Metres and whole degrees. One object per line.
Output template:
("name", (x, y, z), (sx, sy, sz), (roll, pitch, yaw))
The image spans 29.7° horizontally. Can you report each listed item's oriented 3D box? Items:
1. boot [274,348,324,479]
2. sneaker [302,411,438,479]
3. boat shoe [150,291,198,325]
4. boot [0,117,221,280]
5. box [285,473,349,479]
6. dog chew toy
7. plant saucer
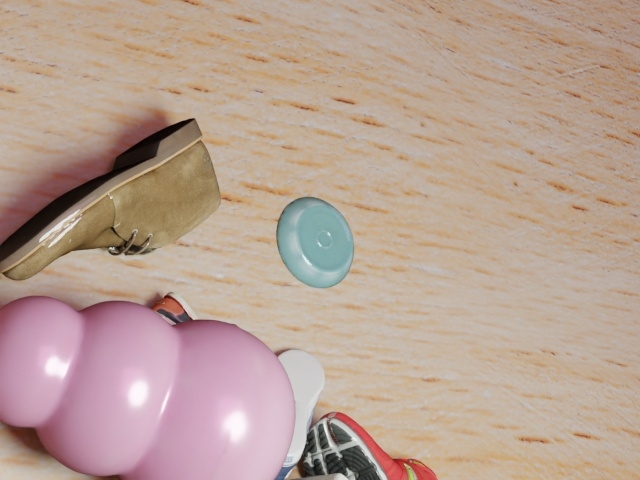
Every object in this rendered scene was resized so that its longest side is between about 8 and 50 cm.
("boot", (-0.047, 0.210, 1.396), (0.069, 0.086, 0.190), (23, 33, -2))
("sneaker", (0.082, 0.298, 1.454), (0.279, 0.107, 0.118), (52, 39, -20))
("boat shoe", (-0.141, 0.121, 1.357), (0.137, 0.049, 0.043), (52, 56, -10))
("boot", (-0.219, -0.021, 1.313), (0.305, 0.112, 0.115), (-38, 110, -40))
("box", (-0.033, 0.419, 1.299), (0.148, 0.121, 0.311), (43, 55, -19))
("dog chew toy", (-0.195, 0.155, 1.218), (0.332, 0.206, 0.206), (22, 63, -21))
("plant saucer", (0.000, 0.000, 1.518), (0.119, 0.021, 0.119), (12, 69, -35))
